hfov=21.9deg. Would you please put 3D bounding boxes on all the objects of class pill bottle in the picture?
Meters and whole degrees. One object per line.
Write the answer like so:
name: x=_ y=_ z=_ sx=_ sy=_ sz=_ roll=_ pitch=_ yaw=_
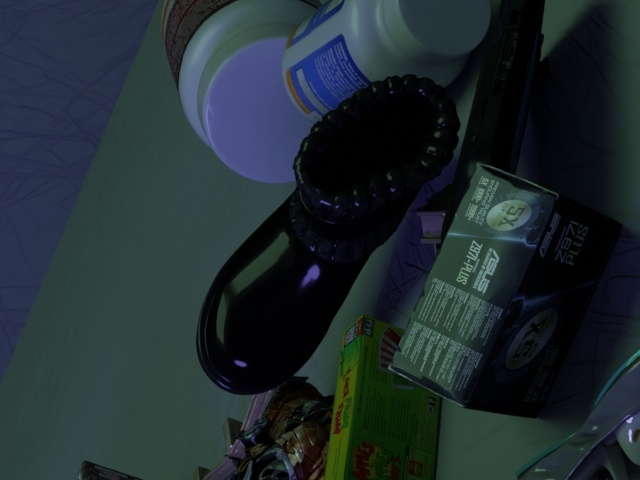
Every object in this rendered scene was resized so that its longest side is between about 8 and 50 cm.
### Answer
pill bottle: x=0.074 y=-0.219 z=1.825 sx=0.272 sy=0.152 sz=0.152 roll=-22 pitch=49 yaw=64
pill bottle: x=-0.081 y=-0.229 z=2.146 sx=0.224 sy=0.224 sz=0.392 roll=-62 pitch=19 yaw=17

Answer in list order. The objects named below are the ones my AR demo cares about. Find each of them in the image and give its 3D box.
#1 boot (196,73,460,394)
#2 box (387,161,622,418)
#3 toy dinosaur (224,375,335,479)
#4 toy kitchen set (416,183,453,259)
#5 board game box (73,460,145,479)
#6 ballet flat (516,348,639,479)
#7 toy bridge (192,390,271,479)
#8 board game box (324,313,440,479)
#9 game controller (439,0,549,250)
boot: x=-0.003 y=-0.003 z=1.650 sx=0.348 sy=0.131 sz=0.260 roll=-56 pitch=0 yaw=-9
box: x=0.151 y=0.043 z=1.325 sx=0.077 sy=0.147 sz=0.180 roll=26 pitch=94 yaw=31
toy dinosaur: x=-0.031 y=0.240 z=1.643 sx=0.218 sy=0.164 sz=0.322 roll=-49 pitch=0 yaw=6
toy kitchen set: x=0.145 y=-0.010 z=1.608 sx=0.083 sy=0.075 sz=0.068 roll=-40 pitch=-55 yaw=-56
board game box: x=-0.264 y=0.453 z=2.026 sx=0.232 sy=0.141 sz=0.291 roll=-63 pitch=19 yaw=15
ballet flat: x=0.219 y=0.148 z=1.200 sx=0.213 sy=0.072 sz=0.068 roll=-53 pitch=52 yaw=39
toy bridge: x=-0.104 y=0.240 z=2.000 sx=0.188 sy=0.026 sz=0.063 roll=-60 pitch=22 yaw=22
board game box: x=0.060 y=0.168 z=1.537 sx=0.043 sy=0.092 sz=0.181 roll=-46 pitch=29 yaw=50
game controller: x=0.166 y=-0.107 z=1.478 sx=0.166 sy=0.067 sz=0.319 roll=103 pitch=-177 yaw=-48
